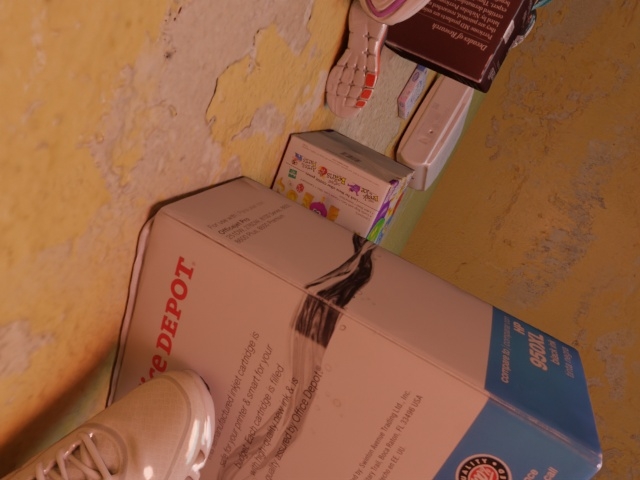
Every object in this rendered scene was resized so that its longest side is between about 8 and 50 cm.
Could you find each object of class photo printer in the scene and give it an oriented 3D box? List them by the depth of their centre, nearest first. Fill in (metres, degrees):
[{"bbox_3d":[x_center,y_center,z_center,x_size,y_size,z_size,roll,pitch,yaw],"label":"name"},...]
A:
[{"bbox_3d":[0.305,-0.274,1.290,0.256,0.107,0.307,-60,167,-1],"label":"photo printer"}]

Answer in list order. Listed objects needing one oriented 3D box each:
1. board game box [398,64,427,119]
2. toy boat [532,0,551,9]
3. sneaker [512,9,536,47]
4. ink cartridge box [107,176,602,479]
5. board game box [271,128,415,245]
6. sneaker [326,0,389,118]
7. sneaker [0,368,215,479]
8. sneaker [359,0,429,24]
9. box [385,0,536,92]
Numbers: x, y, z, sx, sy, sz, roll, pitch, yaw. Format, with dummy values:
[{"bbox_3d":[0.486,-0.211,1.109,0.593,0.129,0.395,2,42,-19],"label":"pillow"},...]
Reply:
[{"bbox_3d":[0.194,-0.312,1.000,0.090,0.020,0.090,-60,167,-3],"label":"board game box"},{"bbox_3d":[0.472,-0.572,0.995,0.268,0.148,0.318,-28,176,-21],"label":"toy boat"},{"bbox_3d":[0.430,-0.508,1.202,0.229,0.086,0.132,-36,173,39],"label":"sneaker"},{"bbox_3d":[0.006,0.152,0.487,0.166,0.395,0.285,-40,156,-61],"label":"ink cartridge box"},{"bbox_3d":[0.000,0.000,0.680,0.142,0.144,0.275,-34,151,-63],"label":"board game box"},{"bbox_3d":[0.056,-0.231,0.598,0.065,0.061,0.158,-52,166,-55],"label":"sneaker"},{"bbox_3d":[-0.210,0.215,0.375,0.292,0.110,0.118,-42,148,-10],"label":"sneaker"},{"bbox_3d":[0.139,-0.369,0.489,0.305,0.114,0.152,-65,165,17],"label":"sneaker"},{"bbox_3d":[0.210,-0.345,0.677,0.203,0.167,0.168,-66,165,20],"label":"box"}]
